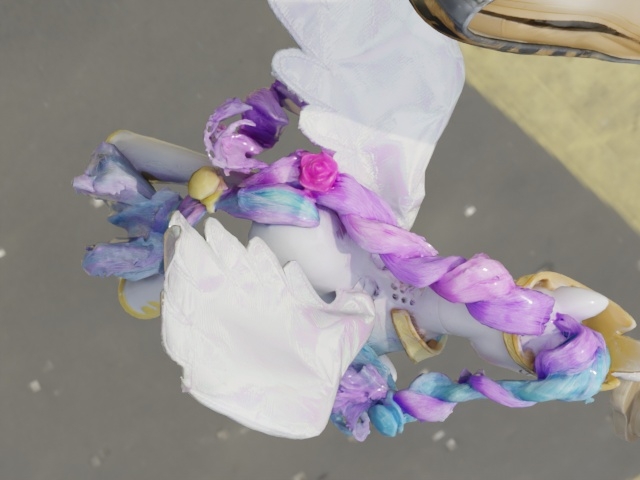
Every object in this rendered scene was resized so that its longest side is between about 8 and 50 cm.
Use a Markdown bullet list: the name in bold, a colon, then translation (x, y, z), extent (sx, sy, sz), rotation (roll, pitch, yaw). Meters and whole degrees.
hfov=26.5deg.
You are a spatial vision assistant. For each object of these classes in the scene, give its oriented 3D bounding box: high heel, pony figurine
- **high heel**: translation (0.157, -0.086, 0.579), extent (0.261, 0.186, 0.093), rotation (25, 126, -3)
- **pony figurine**: translation (0.000, 0.000, 0.876), extent (0.351, 0.363, 0.303), rotation (38, 67, -38)

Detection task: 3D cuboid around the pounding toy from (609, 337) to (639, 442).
- **pounding toy**: translation (0.353, 0.137, 1.186), extent (0.270, 0.155, 0.154), rotation (-62, 152, 2)
